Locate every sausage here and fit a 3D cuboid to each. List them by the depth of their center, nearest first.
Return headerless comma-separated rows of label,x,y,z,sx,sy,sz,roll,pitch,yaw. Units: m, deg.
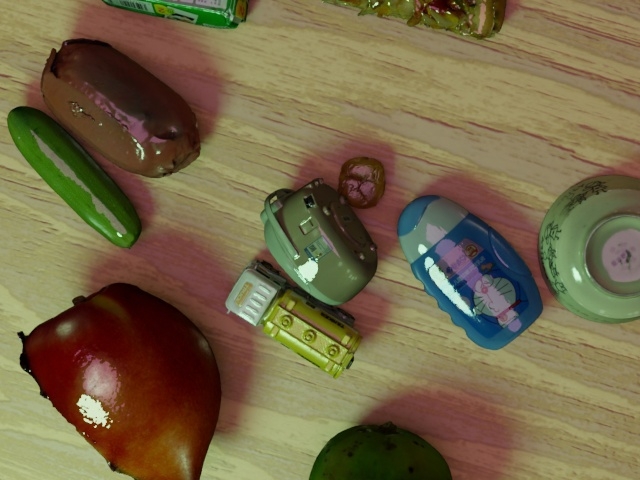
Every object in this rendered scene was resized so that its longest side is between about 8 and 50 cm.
sausage,-0.313,-0.206,1.828,0.279,0.152,0.152,37,97,1

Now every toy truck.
toy truck,-0.040,0.123,1.839,0.227,0.114,0.098,32,97,3

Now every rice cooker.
rice cooker,0.000,0.000,1.808,0.127,0.145,0.206,-33,90,24

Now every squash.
squash,-0.394,-0.102,1.877,0.082,0.082,0.292,-43,91,7

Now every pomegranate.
pomegranate,0.084,0.430,1.809,0.236,0.236,0.302,13,108,5

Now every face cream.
face cream,0.227,0.040,1.821,0.149,0.083,0.264,-42,89,4

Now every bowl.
bowl,0.455,0.018,1.776,0.237,0.126,0.238,0,93,5

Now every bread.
bread,0.066,-0.094,1.846,0.081,0.046,0.083,35,96,0

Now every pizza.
pizza,0.157,-0.451,1.799,0.287,0.074,0.251,10,93,4

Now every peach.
peach,-0.269,0.213,1.796,0.201,0.258,0.362,-42,86,13

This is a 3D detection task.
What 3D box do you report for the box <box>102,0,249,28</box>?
box,-0.227,-0.437,1.824,0.250,0.103,0.180,11,95,4
